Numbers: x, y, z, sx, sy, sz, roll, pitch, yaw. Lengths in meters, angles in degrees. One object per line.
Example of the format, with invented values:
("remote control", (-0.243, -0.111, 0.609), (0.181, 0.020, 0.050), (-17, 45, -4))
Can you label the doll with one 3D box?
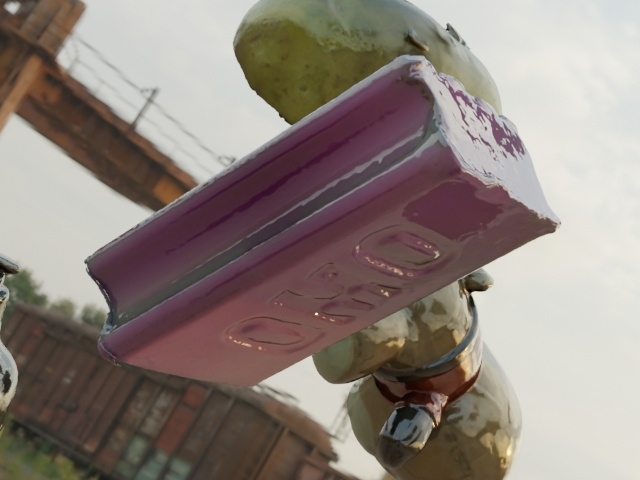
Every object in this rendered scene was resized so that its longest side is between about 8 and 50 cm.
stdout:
("doll", (0.096, 0.117, 1.056), (0.235, 0.174, 0.330), (-115, 180, -47))

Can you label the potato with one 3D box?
("potato", (0.063, -0.154, 0.978), (0.272, 0.160, 0.111), (22, -47, -23))

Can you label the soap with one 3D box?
("soap", (0.000, 0.000, 0.541), (0.203, 0.065, 0.122), (-30, -28, 27))

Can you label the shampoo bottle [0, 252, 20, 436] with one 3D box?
("shampoo bottle", (-0.278, 0.134, 0.786), (0.101, 0.284, 0.101), (22, 11, -5))
